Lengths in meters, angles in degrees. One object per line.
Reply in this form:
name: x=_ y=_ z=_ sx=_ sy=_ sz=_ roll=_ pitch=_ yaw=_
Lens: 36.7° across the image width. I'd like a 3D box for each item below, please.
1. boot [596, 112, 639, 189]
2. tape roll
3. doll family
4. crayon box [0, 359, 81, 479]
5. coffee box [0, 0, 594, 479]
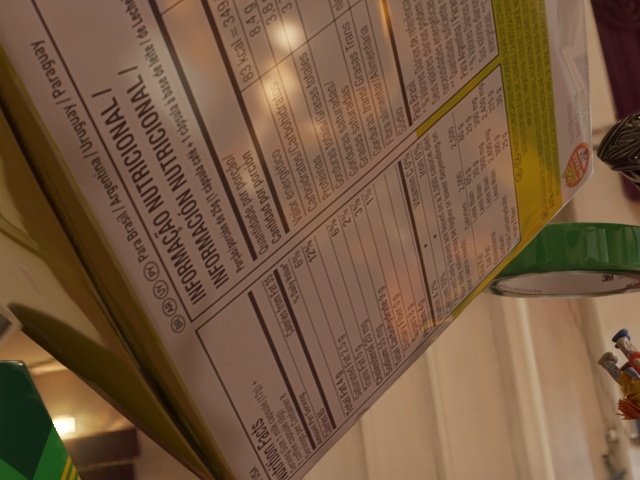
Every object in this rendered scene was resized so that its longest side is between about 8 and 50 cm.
boot: x=0.618 y=-0.088 z=1.511 sx=0.260 sy=0.131 sz=0.348 roll=40 pitch=-1 yaw=-15
tape roll: x=0.411 y=0.039 z=1.617 sx=0.321 sy=0.077 sz=0.321 roll=0 pitch=-12 yaw=0
doll family: x=0.602 y=0.285 z=1.769 sx=0.118 sy=0.163 sz=0.263 roll=-45 pitch=-43 yaw=15
crayon box: x=-0.343 y=0.357 z=0.977 sx=0.106 sy=0.313 sz=0.363 roll=4 pitch=-65 yaw=-34
coffee box: x=-0.080 y=-0.121 z=0.562 sx=0.338 sy=0.334 sz=0.338 roll=27 pitch=-31 yaw=38
